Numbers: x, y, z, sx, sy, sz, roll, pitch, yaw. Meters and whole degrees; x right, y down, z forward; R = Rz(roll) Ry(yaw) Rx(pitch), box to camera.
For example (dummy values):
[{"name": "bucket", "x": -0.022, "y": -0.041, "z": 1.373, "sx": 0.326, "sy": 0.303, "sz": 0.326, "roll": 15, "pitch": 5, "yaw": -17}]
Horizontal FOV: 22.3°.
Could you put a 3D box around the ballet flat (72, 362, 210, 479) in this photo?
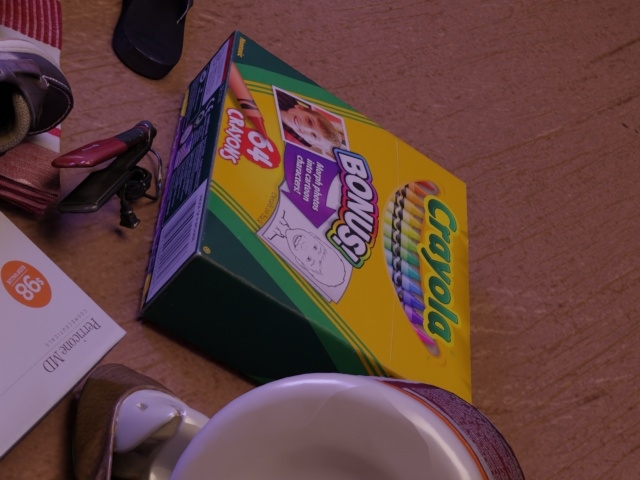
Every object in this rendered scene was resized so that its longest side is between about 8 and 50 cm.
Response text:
[{"name": "ballet flat", "x": -0.128, "y": 0.203, "z": 1.229, "sx": 0.116, "sy": 0.124, "sz": 0.342, "roll": 28, "pitch": 36, "yaw": -22}]

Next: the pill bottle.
[{"name": "pill bottle", "x": 0.039, "y": 0.213, "z": 1.200, "sx": 0.224, "sy": 0.224, "sz": 0.392, "roll": 53, "pitch": 7, "yaw": 12}]

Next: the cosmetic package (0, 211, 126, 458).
[{"name": "cosmetic package", "x": -0.346, "y": 0.076, "z": 1.160, "sx": 0.284, "sy": 0.097, "sz": 0.377, "roll": 46, "pitch": 33, "yaw": -3}]

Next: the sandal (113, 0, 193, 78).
[{"name": "sandal", "x": -0.173, "y": -0.275, "z": 1.765, "sx": 0.097, "sy": 0.054, "sz": 0.254, "roll": 24, "pitch": 38, "yaw": -29}]

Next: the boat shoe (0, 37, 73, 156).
[{"name": "boat shoe", "x": -0.274, "y": -0.110, "z": 1.311, "sx": 0.092, "sy": 0.103, "sz": 0.285, "roll": 51, "pitch": 9, "yaw": 14}]

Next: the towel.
[{"name": "towel", "x": -0.349, "y": -0.178, "z": 1.490, "sx": 0.237, "sy": 0.037, "sz": 0.329, "roll": 23, "pitch": 37, "yaw": -27}]

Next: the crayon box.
[{"name": "crayon box", "x": 0.000, "y": 0.000, "z": 1.605, "sx": 0.313, "sy": 0.106, "sz": 0.363, "roll": 31, "pitch": 35, "yaw": -20}]

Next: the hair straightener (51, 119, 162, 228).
[{"name": "hair straightener", "x": -0.191, "y": -0.055, "z": 1.502, "sx": 0.230, "sy": 0.047, "sz": 0.089, "roll": -58, "pitch": 145, "yaw": -74}]
